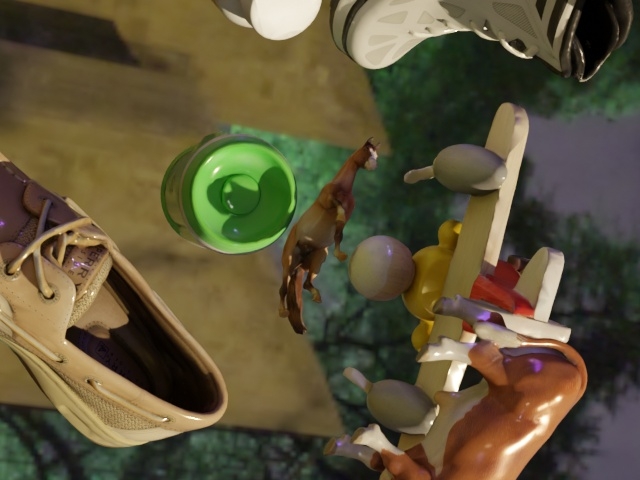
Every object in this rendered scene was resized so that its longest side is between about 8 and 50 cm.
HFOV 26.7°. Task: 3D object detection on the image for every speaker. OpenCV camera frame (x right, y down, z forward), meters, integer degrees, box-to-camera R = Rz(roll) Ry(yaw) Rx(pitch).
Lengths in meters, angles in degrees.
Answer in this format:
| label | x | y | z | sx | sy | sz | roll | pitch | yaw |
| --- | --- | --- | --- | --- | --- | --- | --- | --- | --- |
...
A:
| label | x | y | z | sx | sy | sz | roll | pitch | yaw |
| --- | --- | --- | --- | --- | --- | --- | --- | --- | --- |
| speaker | -0.106 | -0.051 | 1.484 | 0.296 | 0.131 | 0.131 | -172 | -89 | -79 |

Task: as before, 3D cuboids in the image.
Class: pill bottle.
| label | x | y | z | sx | sy | sz | roll | pitch | yaw |
| --- | --- | --- | --- | --- | --- | --- | --- | --- | --- |
| pill bottle | -0.083 | -0.313 | 1.523 | 0.208 | 0.117 | 0.118 | 53 | -48 | 43 |

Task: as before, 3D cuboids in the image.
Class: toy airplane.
| label | x | y | z | sx | sy | sz | roll | pitch | yaw |
| --- | --- | --- | --- | --- | --- | --- | --- | --- | --- |
| toy airplane | 0.166 | 0.069 | 1.725 | 0.384 | 0.272 | 0.386 | 107 | 0 | -50 |

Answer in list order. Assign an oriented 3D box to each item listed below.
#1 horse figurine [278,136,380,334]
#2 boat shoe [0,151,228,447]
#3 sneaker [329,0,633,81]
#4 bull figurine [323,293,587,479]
| label | x | y | z | sx | sy | sz | roll | pitch | yaw |
| --- | --- | --- | --- | --- | --- | --- | --- | --- | --- |
| horse figurine | 0.000 | 0.000 | 1.817 | 0.174 | 0.066 | 0.263 | -89 | -157 | -54 |
| boat shoe | -0.190 | 0.016 | 0.937 | 0.110 | 0.341 | 0.122 | -11 | -137 | 39 |
| sneaker | 0.174 | -0.245 | 1.494 | 0.257 | 0.169 | 0.447 | 56 | -29 | 6 |
| bull figurine | 0.126 | 0.209 | 1.323 | 0.310 | 0.188 | 0.101 | -53 | -171 | -4 |
